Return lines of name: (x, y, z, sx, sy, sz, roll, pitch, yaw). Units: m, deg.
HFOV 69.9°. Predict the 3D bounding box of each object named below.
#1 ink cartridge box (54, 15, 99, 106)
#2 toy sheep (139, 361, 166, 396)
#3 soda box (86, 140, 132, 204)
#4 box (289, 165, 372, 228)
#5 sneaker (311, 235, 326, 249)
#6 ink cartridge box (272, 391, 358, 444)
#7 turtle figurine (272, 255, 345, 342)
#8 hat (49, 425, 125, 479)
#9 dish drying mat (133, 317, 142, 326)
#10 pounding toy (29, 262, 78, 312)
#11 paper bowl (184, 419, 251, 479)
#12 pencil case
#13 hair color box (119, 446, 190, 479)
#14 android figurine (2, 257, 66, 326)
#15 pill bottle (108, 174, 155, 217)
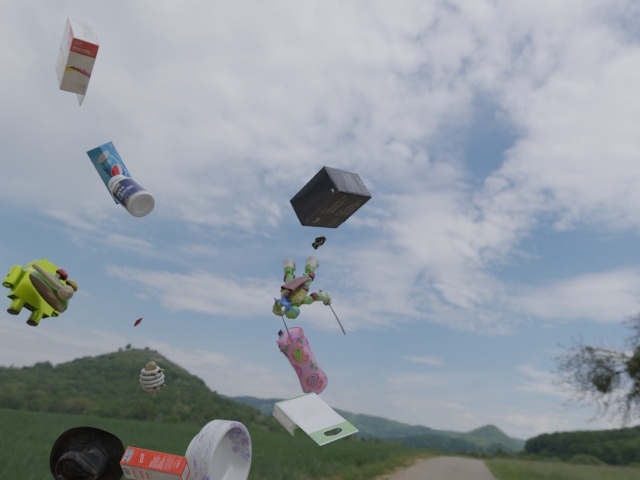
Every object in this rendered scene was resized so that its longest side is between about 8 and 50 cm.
ink cartridge box: (-0.666, -0.479, 1.240, 0.067, 0.115, 0.198, 4, -45, -41)
toy sheep: (-0.596, 0.493, 1.624, 0.091, 0.132, 0.091, 0, 3, 0)
soda box: (-0.741, -0.241, 1.644, 0.071, 0.067, 0.210, -12, -66, 23)
box: (0.029, -0.116, 1.278, 0.156, 0.093, 0.158, -41, -26, 31)
sneaker: (0.000, 0.000, 1.840, 0.040, 0.044, 0.109, 53, -27, 1)
ink cartridge box: (-0.019, 0.585, 1.473, 0.171, 0.056, 0.235, 1, 18, -41)
turtle figurine: (-0.068, 0.205, 1.634, 0.275, 0.266, 0.198, 36, -52, -29)
hat: (-1.020, 0.967, 1.966, 0.331, 0.331, 0.134, 8, -2, -3)
dish drying mat: (-0.790, 0.354, 1.983, 0.008, 0.032, 0.083, 52, -37, 4)
pounding toy: (-0.966, 0.158, 1.696, 0.183, 0.110, 0.237, 50, -39, -5)
paper bowl: (-0.377, 0.793, 1.640, 0.148, 0.284, 0.284, -3, -25, 21)
pencil case: (-0.072, 0.479, 1.827, 0.124, 0.124, 0.284, -11, -65, 35)
hair color box: (-0.375, 0.517, 1.044, 0.141, 0.043, 0.072, 8, -52, 4)
android figurine: (-1.101, 0.190, 1.787, 0.056, 0.272, 0.248, -19, -45, 20)
pill bottle: (-0.641, -0.155, 1.541, 0.169, 0.094, 0.094, 35, -8, 31)
